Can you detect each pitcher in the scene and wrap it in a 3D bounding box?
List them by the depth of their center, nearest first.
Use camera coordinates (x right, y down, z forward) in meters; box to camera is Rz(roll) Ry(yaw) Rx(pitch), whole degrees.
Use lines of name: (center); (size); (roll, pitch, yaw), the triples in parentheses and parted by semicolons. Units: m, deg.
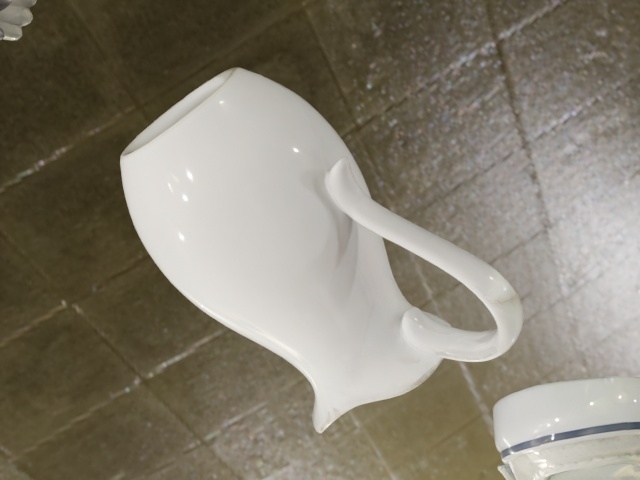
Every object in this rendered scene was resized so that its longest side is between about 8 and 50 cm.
pitcher: (0.000, 0.000, 0.603); (0.177, 0.125, 0.207); (-23, 111, 42)

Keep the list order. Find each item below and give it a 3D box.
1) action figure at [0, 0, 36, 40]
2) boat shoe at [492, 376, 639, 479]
action figure: (-0.197, -0.162, 0.457); (0.141, 0.275, 0.164); (-19, 106, -48)
boat shoe: (0.210, 0.210, 0.782); (0.135, 0.157, 0.367); (-10, 155, 14)
